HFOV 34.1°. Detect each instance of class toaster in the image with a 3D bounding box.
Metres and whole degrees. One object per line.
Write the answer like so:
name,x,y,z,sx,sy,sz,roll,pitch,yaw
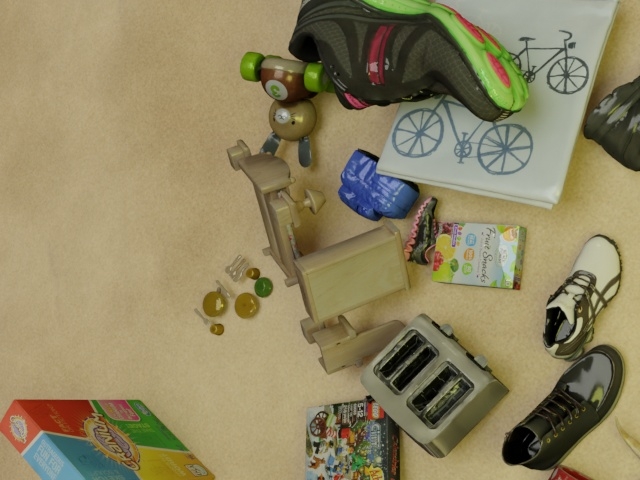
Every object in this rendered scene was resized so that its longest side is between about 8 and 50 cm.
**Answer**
toaster,0.168,0.228,1.614,0.185,0.110,0.168,-45,59,-2

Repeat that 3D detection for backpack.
backpack,0.100,-0.081,1.744,0.120,0.098,0.101,32,98,23

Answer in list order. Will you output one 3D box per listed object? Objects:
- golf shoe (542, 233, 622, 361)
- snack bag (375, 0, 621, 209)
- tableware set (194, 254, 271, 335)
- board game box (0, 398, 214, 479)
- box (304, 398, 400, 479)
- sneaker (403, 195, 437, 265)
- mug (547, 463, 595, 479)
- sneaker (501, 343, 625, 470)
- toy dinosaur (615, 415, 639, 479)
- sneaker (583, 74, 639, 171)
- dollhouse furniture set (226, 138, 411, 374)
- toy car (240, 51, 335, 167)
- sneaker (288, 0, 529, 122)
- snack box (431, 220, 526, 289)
golf shoe,0.384,0.083,1.537,0.077,0.094,0.198,19,91,34
snack bag,0.268,-0.235,1.621,0.323,0.037,0.342,13,81,34
tableware set,-0.158,0.110,1.922,0.104,0.024,0.154,47,106,26
board game box,-0.370,0.376,1.838,0.242,0.316,0.064,37,103,31
box,0.051,0.380,1.699,0.159,0.044,0.233,-14,61,30
sneaker,0.177,-0.013,1.720,0.057,0.047,0.119,21,95,11
mug,0.331,0.411,1.509,0.150,0.113,0.169,28,94,31
sneaker,0.356,0.247,1.512,0.083,0.118,0.222,38,103,31
toy dinosaur,0.481,0.330,1.470,0.183,0.053,0.092,30,83,25
sneaker,0.520,-0.218,1.505,0.130,0.109,0.286,50,116,18
dollhouse furniture set,0.000,0.000,1.797,0.174,0.303,0.355,-21,32,-12
toy car,-0.056,-0.228,1.849,0.155,0.149,0.188,13,101,23
sneaker,0.127,-0.272,1.609,0.483,0.185,0.202,36,101,45
snack box,0.252,0.023,1.663,0.141,0.037,0.100,5,86,33
